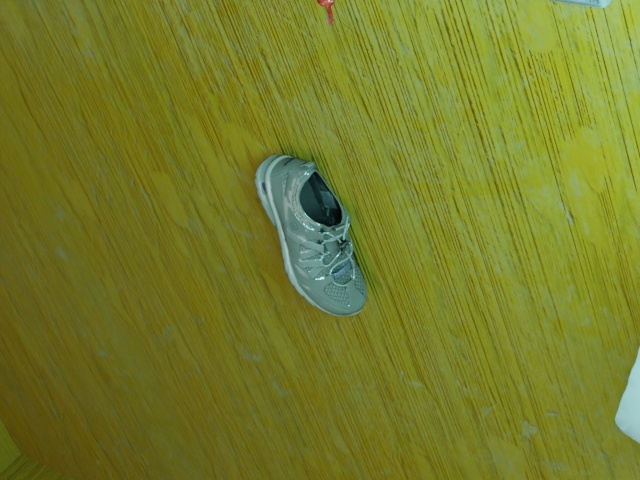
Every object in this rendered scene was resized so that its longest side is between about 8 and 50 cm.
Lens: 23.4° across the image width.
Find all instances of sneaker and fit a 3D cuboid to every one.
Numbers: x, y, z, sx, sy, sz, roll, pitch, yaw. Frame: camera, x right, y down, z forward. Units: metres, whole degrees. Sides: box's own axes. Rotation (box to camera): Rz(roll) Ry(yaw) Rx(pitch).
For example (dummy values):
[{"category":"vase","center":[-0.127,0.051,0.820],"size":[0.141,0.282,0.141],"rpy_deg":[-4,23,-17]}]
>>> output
[{"category":"sneaker","center":[0.000,0.000,2.328],"size":[0.115,0.105,0.281],"rpy_deg":[1,127,51]}]

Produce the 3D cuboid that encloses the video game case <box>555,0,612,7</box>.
[{"category":"video game case","center":[0.229,-0.349,1.701],"size":[0.173,0.022,0.190],"rpy_deg":[17,140,40]}]

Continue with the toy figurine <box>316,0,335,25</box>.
[{"category":"toy figurine","center":[-0.136,-0.398,1.804],"size":[0.217,0.191,0.362],"rpy_deg":[-8,145,39]}]

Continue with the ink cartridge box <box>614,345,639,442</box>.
[{"category":"ink cartridge box","center":[0.462,0.077,1.639],"size":[0.129,0.307,0.223],"rpy_deg":[33,148,22]}]
